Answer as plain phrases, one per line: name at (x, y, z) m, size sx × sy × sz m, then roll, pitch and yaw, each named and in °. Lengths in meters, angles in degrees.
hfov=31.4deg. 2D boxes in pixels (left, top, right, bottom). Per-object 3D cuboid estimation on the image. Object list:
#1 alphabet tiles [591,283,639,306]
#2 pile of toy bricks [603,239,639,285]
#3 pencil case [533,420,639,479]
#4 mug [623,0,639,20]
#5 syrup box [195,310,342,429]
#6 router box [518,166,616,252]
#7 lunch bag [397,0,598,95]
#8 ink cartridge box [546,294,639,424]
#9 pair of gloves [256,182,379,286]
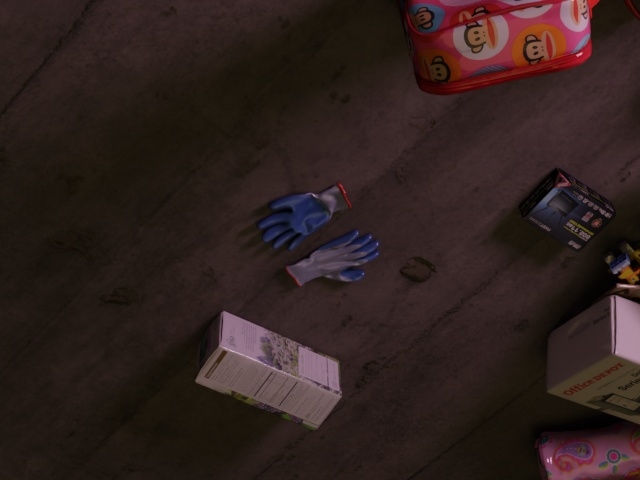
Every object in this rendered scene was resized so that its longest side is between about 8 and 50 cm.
alphabet tiles at (0.574, 0.099, 1.852) m, size 0.237 × 0.009 × 0.198 m, roll 4°, pitch 161°, yaw -6°
pile of toy bricks at (0.559, 0.021, 1.790) m, size 0.212 × 0.118 × 0.105 m, roll -39°, pitch 99°, yaw 22°
pencil case at (0.532, 0.380, 2.055) m, size 0.284 × 0.124 × 0.124 m, roll -13°, pitch 125°, yaw 6°
mug at (0.453, -0.374, 1.511) m, size 0.169 × 0.113 × 0.150 m, roll 22°, pitch 84°, yaw -12°
syrup box at (-0.088, 0.220, 1.924) m, size 0.237 × 0.093 × 0.096 m, roll 24°, pitch 121°, yaw -18°
router box at (0.389, -0.047, 1.792) m, size 0.122 × 0.038 × 0.092 m, roll 29°, pitch 120°, yaw -21°
lunch bag at (0.231, -0.302, 1.454) m, size 0.258 × 0.293 × 0.120 m, roll -13°, pitch 120°, yaw 7°
ink cartridge box at (0.541, 0.212, 1.895) m, size 0.273 × 0.114 × 0.198 m, roll 19°, pitch 147°, yaw -16°
pair of gloves at (0.000, 0.000, 1.817) m, size 0.159 × 0.023 × 0.198 m, roll -24°, pitch 122°, yaw 14°
